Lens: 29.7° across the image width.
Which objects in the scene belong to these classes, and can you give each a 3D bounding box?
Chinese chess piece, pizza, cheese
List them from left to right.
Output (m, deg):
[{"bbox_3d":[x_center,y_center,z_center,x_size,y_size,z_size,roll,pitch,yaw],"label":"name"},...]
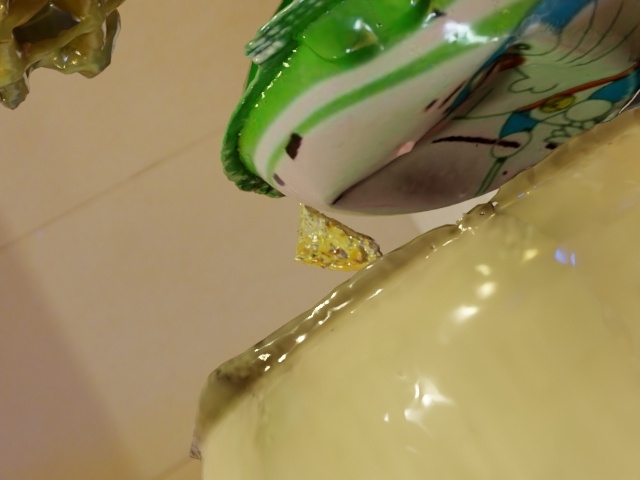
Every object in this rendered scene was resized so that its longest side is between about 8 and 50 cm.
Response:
[{"bbox_3d":[0.000,0.000,1.275,0.123,0.026,0.108,-2,141,39],"label":"pizza"},{"bbox_3d":[0.077,-0.067,0.488,0.320,0.204,0.083,8,-127,-61],"label":"cheese"},{"bbox_3d":[0.113,0.063,0.479,0.141,0.338,0.338,60,161,15],"label":"Chinese chess piece"}]

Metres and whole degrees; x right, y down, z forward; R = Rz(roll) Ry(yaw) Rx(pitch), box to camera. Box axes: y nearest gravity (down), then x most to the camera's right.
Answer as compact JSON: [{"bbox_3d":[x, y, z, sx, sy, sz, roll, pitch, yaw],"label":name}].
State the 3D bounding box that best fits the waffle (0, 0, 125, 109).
[{"bbox_3d":[-0.106,-0.157,0.497,0.297,0.317,0.073,-43,83,27],"label":"waffle"}]
